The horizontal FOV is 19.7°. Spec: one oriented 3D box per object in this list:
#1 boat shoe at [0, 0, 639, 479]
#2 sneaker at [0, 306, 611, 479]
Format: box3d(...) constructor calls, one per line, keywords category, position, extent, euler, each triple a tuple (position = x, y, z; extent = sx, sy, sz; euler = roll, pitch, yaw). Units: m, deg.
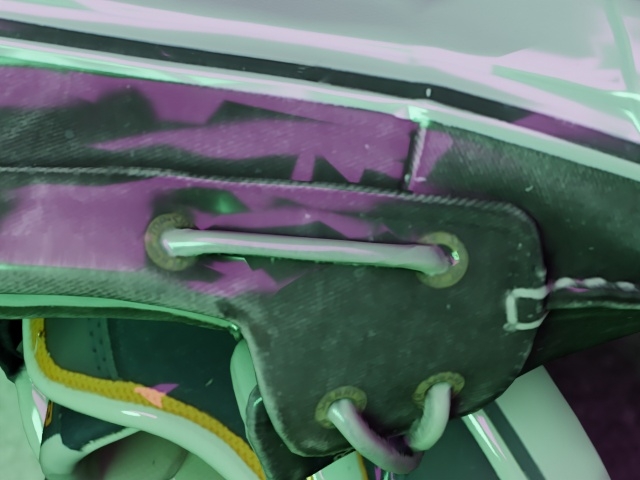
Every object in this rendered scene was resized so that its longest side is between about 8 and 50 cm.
box3d(category="boat shoe", position=(0.000, 0.000, 0.433), extent=(0.335, 0.121, 0.119), euler=(10, 82, 0))
box3d(category="sneaker", position=(-0.051, -0.010, 0.536), extent=(0.127, 0.126, 0.321), euler=(-30, 73, -13))
